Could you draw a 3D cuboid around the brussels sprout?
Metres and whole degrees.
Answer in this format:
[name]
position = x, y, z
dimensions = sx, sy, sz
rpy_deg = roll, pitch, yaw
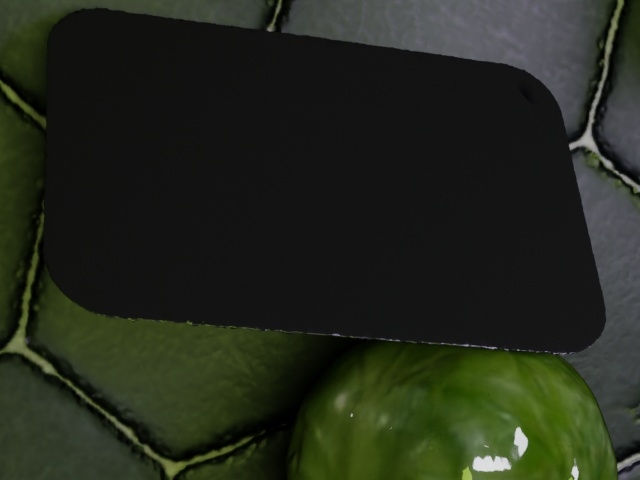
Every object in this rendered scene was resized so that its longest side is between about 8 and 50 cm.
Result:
[brussels sprout]
position = 0.087, 0.174, 1.016
dimensions = 0.244, 0.244, 0.244
rpy_deg = -2, 97, -15

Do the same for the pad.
[pad]
position = 0.000, 0.000, 0.985
dimensions = 0.375, 0.063, 0.315
rpy_deg = 6, 54, -16
